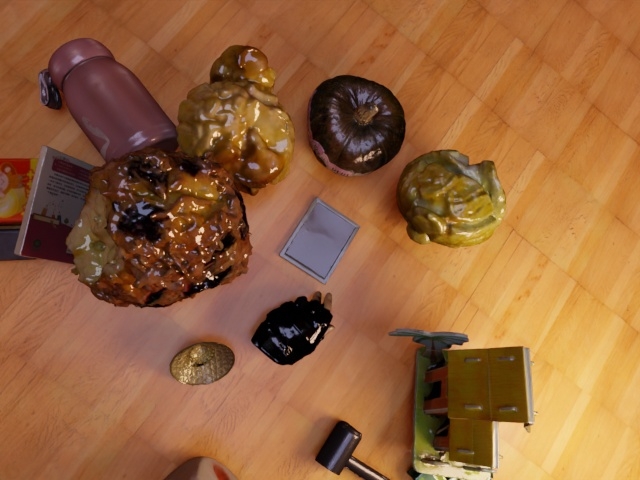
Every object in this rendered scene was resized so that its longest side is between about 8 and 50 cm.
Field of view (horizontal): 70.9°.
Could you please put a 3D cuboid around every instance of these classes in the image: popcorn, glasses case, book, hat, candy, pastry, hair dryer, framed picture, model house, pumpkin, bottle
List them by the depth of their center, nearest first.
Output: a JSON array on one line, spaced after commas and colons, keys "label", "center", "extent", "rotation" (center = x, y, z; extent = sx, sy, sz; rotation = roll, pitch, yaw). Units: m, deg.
[{"label": "pastry", "center": [-0.304, -0.012, 0.921], "extent": [0.338, 0.405, 0.292], "rotation": [-5, 65, -41]}, {"label": "candy", "center": [-0.721, -0.102, 0.974], "extent": [0.277, 0.088, 0.146], "rotation": [-3, 86, -13]}, {"label": "book", "center": [-0.557, -0.069, 0.976], "extent": [0.022, 0.162, 0.231], "rotation": [5, 81, 19]}, {"label": "glasses case", "center": [-0.728, 0.012, 0.983], "extent": [0.191, 0.042, 0.071], "rotation": [-2, 91, -12]}, {"label": "model house", "center": [0.306, 0.357, 0.993], "extent": [0.341, 0.323, 0.300], "rotation": [14, 63, -10]}, {"label": "bottle", "center": [-0.481, -0.292, 1.008], "extent": [0.207, 0.173, 0.296], "rotation": [-37, 93, 6]}, {"label": "popcorn", "center": [-0.192, -0.262, 1.013], "extent": [0.265, 0.225, 0.331], "rotation": [-9, 111, -26]}, {"label": "hat", "center": [-0.276, 0.264, 1.045], "extent": [0.146, 0.067, 0.145], "rotation": [-10, 128, -14]}, {"label": "hair dryer", "center": [0.116, 0.548, 1.094], "extent": [0.248, 0.070, 0.114], "rotation": [36, 78, -10]}, {"label": "popcorn", "center": [0.304, -0.094, 1.108], "extent": [0.226, 0.276, 0.276], "rotation": [-34, 92, -9]}, {"label": "pumpkin", "center": [0.093, -0.291, 1.119], "extent": [0.261, 0.189, 0.259], "rotation": [2, 83, -14]}, {"label": "framed picture", "center": [0.000, 0.000, 1.157], "extent": [0.142, 0.011, 0.183], "rotation": [33, 78, -7]}]

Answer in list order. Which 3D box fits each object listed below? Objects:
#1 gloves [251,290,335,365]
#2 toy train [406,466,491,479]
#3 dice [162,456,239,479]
[{"label": "gloves", "center": [-0.047, 0.199, 1.078], "extent": [0.164, 0.124, 0.203], "rotation": [44, 84, -23]}, {"label": "toy train", "center": [0.331, 0.580, 1.127], "extent": [0.200, 0.083, 0.132], "rotation": [-34, 85, -17]}, {"label": "dice", "center": [-0.256, 0.626, 0.905], "extent": [0.243, 0.259, 0.251], "rotation": [-40, 94, -12]}]
